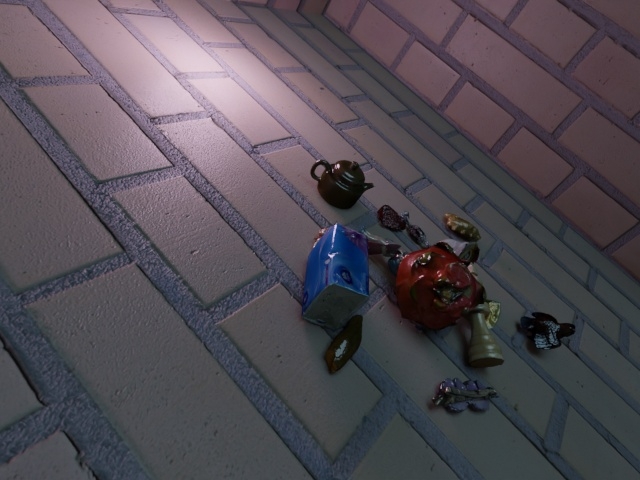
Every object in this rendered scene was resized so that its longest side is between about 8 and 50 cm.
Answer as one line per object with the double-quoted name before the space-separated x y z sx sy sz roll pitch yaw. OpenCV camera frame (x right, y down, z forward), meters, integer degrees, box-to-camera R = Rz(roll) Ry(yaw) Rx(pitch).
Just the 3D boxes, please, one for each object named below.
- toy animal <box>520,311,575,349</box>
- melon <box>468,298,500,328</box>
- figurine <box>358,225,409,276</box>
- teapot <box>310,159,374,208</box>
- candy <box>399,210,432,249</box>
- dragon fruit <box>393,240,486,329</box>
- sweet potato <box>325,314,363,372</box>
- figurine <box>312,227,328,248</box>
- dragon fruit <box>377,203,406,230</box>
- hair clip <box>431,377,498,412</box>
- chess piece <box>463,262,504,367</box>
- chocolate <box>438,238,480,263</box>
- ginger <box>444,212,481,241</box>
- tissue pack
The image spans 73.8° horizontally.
"toy animal" 0.924 0.352 1.727 0.116 0.179 0.218 58 35 -14
"melon" 0.609 0.285 1.644 0.160 0.079 0.128 1 66 -8
"figurine" 0.248 0.042 1.627 0.260 0.103 0.205 37 4 4
"teapot" 0.090 -0.255 1.741 0.267 0.175 0.186 22 38 -16
"candy" 0.420 -0.040 1.861 0.094 0.051 0.226 -4 52 -43
"dragon fruit" 0.422 0.156 1.447 0.305 0.225 0.306 8 74 -30
"sweet potato" 0.085 0.285 1.250 0.077 0.077 0.244 39 40 5
"figurine" 0.000 0.000 1.511 0.064 0.047 0.109 38 46 -8
"dragon fruit" 0.306 -0.090 1.842 0.131 0.063 0.097 19 73 -20
"hair clip" 0.452 0.478 1.326 0.292 0.084 0.106 13 38 -34
"chess piece" 0.559 0.251 1.547 0.117 0.117 0.397 15 54 -24
"chocolate" 0.542 0.069 1.763 0.221 0.221 0.147 -5 28 -40
"ginger" 0.683 -0.063 2.058 0.205 0.081 0.115 36 5 14
"tissue pack" 0.045 0.108 1.305 0.146 0.198 0.263 23 40 -17
